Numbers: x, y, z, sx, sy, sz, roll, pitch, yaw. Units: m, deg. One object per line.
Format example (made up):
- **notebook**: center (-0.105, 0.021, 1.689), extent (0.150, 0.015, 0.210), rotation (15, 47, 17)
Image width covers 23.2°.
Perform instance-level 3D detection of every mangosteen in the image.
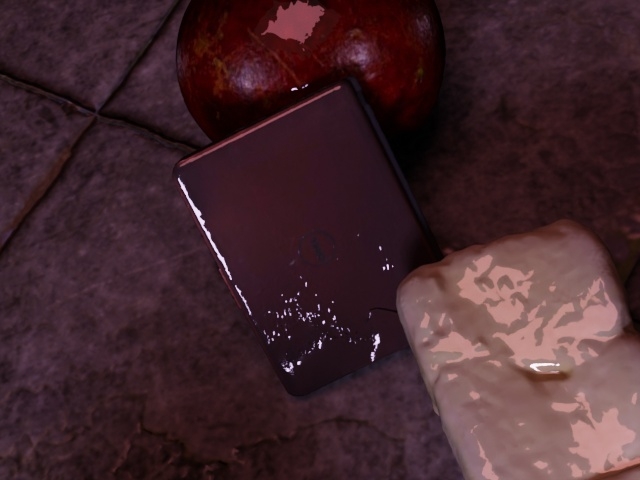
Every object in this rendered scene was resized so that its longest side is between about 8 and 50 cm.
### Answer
- **mangosteen**: center (-0.013, -0.173, 1.207), extent (0.215, 0.257, 0.215), rotation (-7, 34, 5)

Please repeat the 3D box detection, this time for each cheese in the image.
- **cheese**: center (0.162, 0.114, 1.073), extent (0.159, 0.093, 0.263), rotation (-23, 61, 6)

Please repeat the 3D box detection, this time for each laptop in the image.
- **laptop**: center (0.000, 0.000, 1.149), extent (0.154, 0.207, 0.026), rotation (-26, 18, 3)
